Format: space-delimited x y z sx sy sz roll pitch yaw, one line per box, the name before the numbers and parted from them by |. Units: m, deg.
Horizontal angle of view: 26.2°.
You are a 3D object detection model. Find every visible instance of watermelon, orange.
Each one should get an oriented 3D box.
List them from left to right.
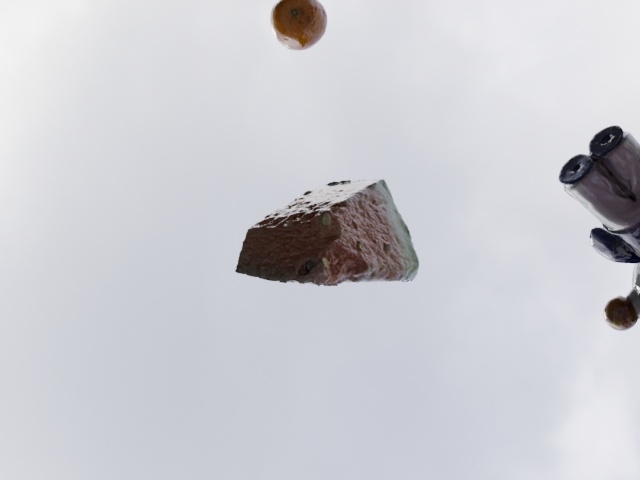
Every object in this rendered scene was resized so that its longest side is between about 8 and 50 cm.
orange | -0.030 -0.307 1.926 0.084 0.083 0.083 -21 -130 28
watermelon | 0.000 0.000 1.889 0.193 0.257 0.139 5 -77 43

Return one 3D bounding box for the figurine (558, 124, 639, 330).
figurine | 0.372 -0.003 1.424 0.194 0.274 0.133 -25 -160 -6
